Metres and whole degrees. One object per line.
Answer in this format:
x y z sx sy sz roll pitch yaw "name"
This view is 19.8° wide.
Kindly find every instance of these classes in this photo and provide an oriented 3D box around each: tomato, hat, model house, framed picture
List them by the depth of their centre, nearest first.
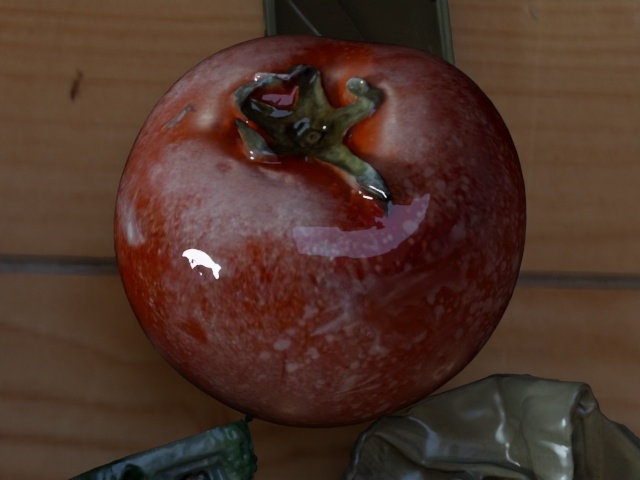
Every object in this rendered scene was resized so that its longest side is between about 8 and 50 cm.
-0.090 0.207 1.131 0.148 0.119 0.148 -18 75 -23 "model house"
0.000 0.000 1.197 0.270 0.227 0.270 -3 44 3 "tomato"
0.127 0.217 1.203 0.214 0.149 0.244 -49 120 -18 "hat"
0.031 -0.141 1.411 0.150 0.015 0.203 2 61 -13 "framed picture"
